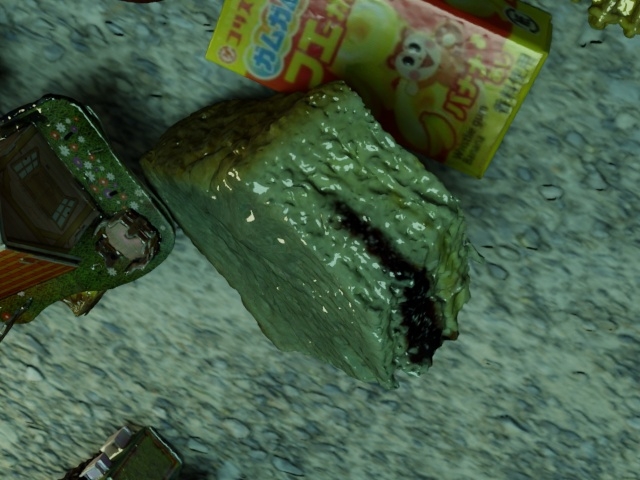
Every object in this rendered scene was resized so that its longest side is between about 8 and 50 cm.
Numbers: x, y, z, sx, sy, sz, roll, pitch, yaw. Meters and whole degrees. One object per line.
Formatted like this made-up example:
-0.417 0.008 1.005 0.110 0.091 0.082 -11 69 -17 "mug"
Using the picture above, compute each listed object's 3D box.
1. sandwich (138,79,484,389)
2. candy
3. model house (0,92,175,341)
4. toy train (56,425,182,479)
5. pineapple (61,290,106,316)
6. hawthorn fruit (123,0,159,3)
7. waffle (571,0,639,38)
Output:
0.000 -0.001 1.027 0.262 0.131 0.325 54 159 -21 "sandwich"
0.052 -0.179 1.030 0.276 0.088 0.146 25 124 -2 "candy"
-0.307 0.015 1.098 0.294 0.154 0.207 -20 115 32 "model house"
-0.248 0.347 1.389 0.261 0.134 0.177 -37 98 28 "toy train"
-0.259 0.025 1.232 0.137 0.069 0.116 1 111 18 "pineapple"
-0.134 -0.284 0.972 0.188 0.169 0.169 -13 117 18 "hawthorn fruit"
0.289 -0.253 0.954 0.194 0.051 0.149 -23 112 29 "waffle"
